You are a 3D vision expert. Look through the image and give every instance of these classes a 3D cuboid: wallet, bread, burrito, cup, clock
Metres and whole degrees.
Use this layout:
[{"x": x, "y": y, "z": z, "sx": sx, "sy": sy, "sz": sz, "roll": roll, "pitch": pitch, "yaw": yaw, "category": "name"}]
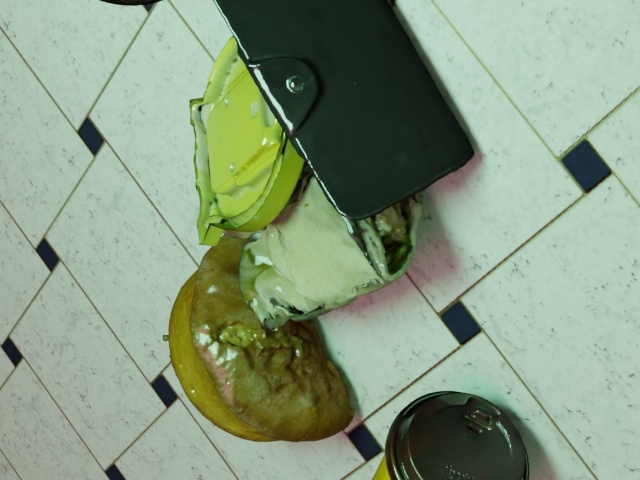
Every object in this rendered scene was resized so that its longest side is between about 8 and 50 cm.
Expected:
[{"x": 0.017, "y": -0.217, "z": 1.656, "sx": 0.377, "sy": 0.197, "sz": 0.051, "roll": 61, "pitch": 174, "yaw": 0, "category": "wallet"}, {"x": -0.118, "y": 0.171, "z": 2.016, "sx": 0.194, "sy": 0.179, "sz": 0.340, "roll": -24, "pitch": 96, "yaw": 56, "category": "bread"}, {"x": 0.000, "y": -0.003, "z": 1.832, "sx": 0.332, "sy": 0.135, "sz": 0.190, "roll": -27, "pitch": 90, "yaw": 54, "category": "burrito"}, {"x": 0.153, "y": 0.334, "z": 1.852, "sx": 0.196, "sy": 0.196, "sz": 0.279, "roll": 48, "pitch": 146, "yaw": 14, "category": "cup"}, {"x": -0.085, "y": -0.146, "z": 1.813, "sx": 0.293, "sy": 0.071, "sz": 0.277, "roll": -31, "pitch": 58, "yaw": 55, "category": "clock"}]

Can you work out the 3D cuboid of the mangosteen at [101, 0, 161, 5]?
[{"x": -0.236, "y": -0.451, "z": 1.681, "sx": 0.330, "sy": 0.330, "sz": 0.330, "roll": 25, "pitch": 129, "yaw": 34, "category": "mangosteen"}]
